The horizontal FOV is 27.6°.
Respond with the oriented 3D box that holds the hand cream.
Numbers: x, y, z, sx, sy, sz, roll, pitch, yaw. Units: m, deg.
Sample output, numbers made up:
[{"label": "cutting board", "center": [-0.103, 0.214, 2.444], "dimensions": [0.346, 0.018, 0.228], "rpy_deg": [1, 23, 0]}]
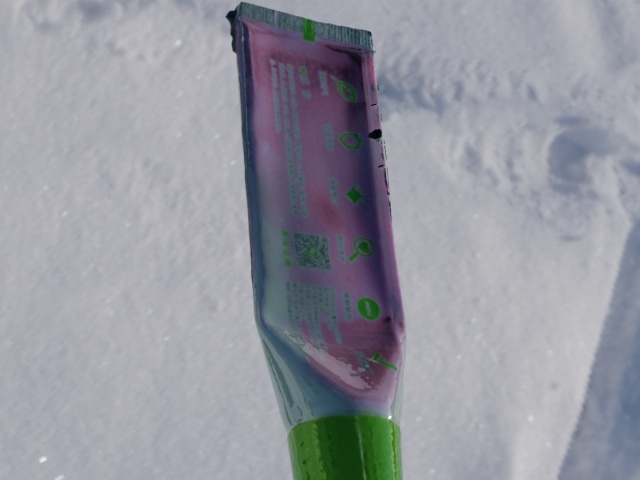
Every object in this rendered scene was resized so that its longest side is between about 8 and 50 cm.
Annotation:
[{"label": "hand cream", "center": [0.000, -0.001, 0.645], "dimensions": [0.079, 0.050, 0.275], "rpy_deg": [29, 46, -47]}]
